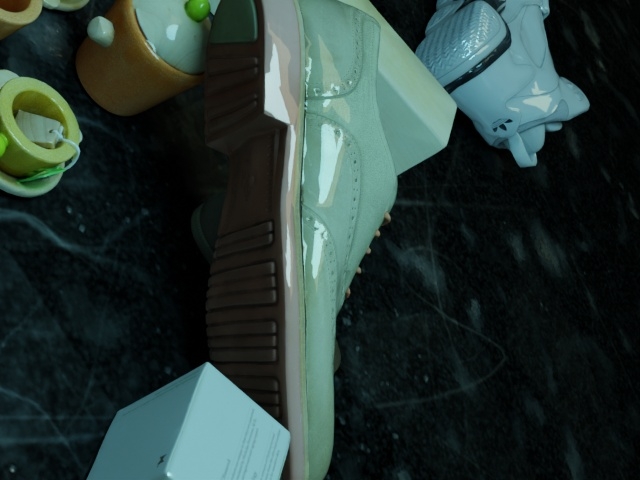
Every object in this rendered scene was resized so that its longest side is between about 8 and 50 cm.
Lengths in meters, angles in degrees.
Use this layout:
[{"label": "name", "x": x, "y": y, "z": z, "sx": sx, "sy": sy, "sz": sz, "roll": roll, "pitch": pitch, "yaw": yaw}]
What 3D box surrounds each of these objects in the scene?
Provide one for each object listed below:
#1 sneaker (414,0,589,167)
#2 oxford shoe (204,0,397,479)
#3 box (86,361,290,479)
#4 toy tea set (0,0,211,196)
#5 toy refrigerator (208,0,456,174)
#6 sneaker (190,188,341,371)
[{"label": "sneaker", "x": 0.254, "y": -0.255, "z": 1.461, "sx": 0.210, "sy": 0.137, "sz": 0.366, "roll": 48, "pitch": 41, "yaw": -19}, {"label": "oxford shoe", "x": 0.000, "y": 0.000, "z": 0.837, "sx": 0.147, "sy": 0.140, "sz": 0.396, "roll": 1, "pitch": 89, "yaw": -31}, {"label": "box", "x": -0.092, "y": 0.158, "z": 0.731, "sx": 0.087, "sy": 0.101, "sz": 0.102, "roll": 44, "pitch": 36, "yaw": -22}, {"label": "toy tea set", "x": -0.197, "y": -0.155, "z": 0.802, "sx": 0.200, "sy": 0.124, "sz": 0.336, "roll": 52, "pitch": 35, "yaw": -13}, {"label": "toy refrigerator", "x": 0.016, "y": -0.193, "z": 1.129, "sx": 0.269, "sy": 0.102, "sz": 0.094, "roll": 46, "pitch": 36, "yaw": -20}, {"label": "sneaker", "x": -0.032, "y": 0.037, "z": 0.923, "sx": 0.188, "sy": 0.071, "sz": 0.066, "roll": 52, "pitch": 35, "yaw": -12}]
